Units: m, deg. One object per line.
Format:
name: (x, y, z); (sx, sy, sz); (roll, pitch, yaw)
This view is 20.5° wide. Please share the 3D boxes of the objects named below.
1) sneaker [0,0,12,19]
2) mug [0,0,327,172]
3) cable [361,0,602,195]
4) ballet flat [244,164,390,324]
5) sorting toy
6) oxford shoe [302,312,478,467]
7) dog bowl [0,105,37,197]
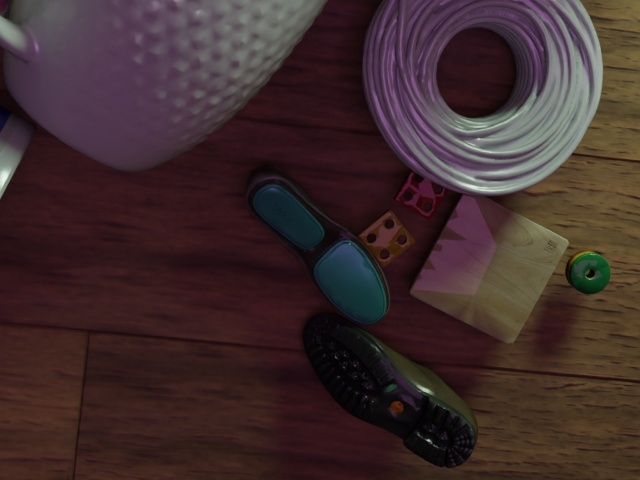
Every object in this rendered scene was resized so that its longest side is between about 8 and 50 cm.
sneaker: (-0.340, -0.267, 1.782); (0.252, 0.103, 0.111); (-45, 124, -4)
mug: (-0.181, -0.254, 1.681); (0.374, 0.276, 0.328); (17, 113, -51)
cable: (0.165, -0.177, 1.852); (0.257, 0.089, 0.257); (18, 89, -14)
ballet flat: (0.000, 0.000, 1.894); (0.072, 0.068, 0.213); (-39, 108, 11)
sorting toy: (0.172, 0.021, 1.933); (0.274, 0.046, 0.132); (26, 97, -13)
oxford shoe: (0.076, 0.159, 1.936); (0.227, 0.096, 0.083); (41, 109, 5)
dog bowl: (-0.384, -0.020, 1.735); (0.104, 0.265, 0.265); (28, 96, -10)
